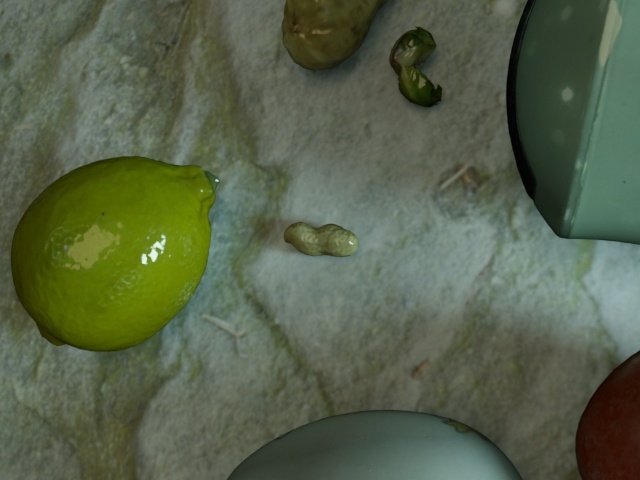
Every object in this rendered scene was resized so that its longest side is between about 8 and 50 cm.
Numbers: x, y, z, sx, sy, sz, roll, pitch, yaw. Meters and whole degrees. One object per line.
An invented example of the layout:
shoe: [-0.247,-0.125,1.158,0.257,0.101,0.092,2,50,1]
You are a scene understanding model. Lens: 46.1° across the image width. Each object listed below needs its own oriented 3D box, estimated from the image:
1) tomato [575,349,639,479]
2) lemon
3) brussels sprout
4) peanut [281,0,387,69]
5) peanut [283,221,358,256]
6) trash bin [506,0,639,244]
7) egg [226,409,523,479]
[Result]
tomato: [0.304,0.165,0.556,0.184,0.208,0.208,-45,68,19]
lemon: [-0.209,0.008,0.771,0.248,0.184,0.184,-45,68,3]
brussels sprout: [0.099,-0.181,0.791,0.051,0.046,0.083,-8,75,13]
peanut: [0.035,-0.289,0.808,0.098,0.103,0.229,32,90,7]
peanut: [0.000,0.000,0.783,0.083,0.037,0.037,7,79,16]
trash bin: [0.363,-0.111,0.576,0.432,0.280,0.280,12,80,16]
egg: [0.042,0.238,0.632,0.271,0.196,0.196,-2,75,33]
